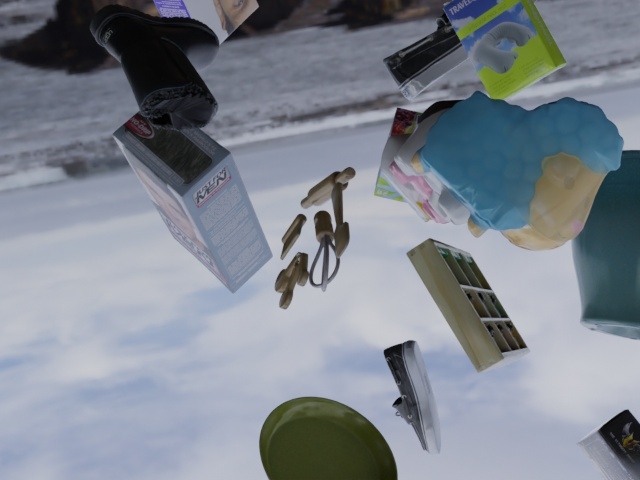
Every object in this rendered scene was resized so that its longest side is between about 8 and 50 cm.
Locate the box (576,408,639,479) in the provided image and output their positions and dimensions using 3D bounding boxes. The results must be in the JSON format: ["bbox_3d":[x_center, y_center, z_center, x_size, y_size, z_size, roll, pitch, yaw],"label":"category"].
[{"bbox_3d":[0.474,0.361,1.361,0.056,0.231,0.183,-34,162,-5],"label":"box"}]

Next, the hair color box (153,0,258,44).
[{"bbox_3d":[-0.271,-0.574,1.944,0.110,0.338,0.185,16,-125,36],"label":"hair color box"}]

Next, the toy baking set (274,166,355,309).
[{"bbox_3d":[0.001,-0.006,1.315,0.030,0.196,0.256,21,154,-19],"label":"toy baking set"}]

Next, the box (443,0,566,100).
[{"bbox_3d":[0.249,-0.293,1.315,0.109,0.178,0.042,-30,176,37],"label":"box"}]

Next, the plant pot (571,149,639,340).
[{"bbox_3d":[0.509,0.022,1.457,0.272,0.255,0.271,11,170,2],"label":"plant pot"}]

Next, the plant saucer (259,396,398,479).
[{"bbox_3d":[0.009,0.361,1.534,0.241,0.241,0.037,-15,145,-40],"label":"plant saucer"}]

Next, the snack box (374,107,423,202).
[{"bbox_3d":[0.204,-0.120,1.547,0.207,0.070,0.174,14,151,0],"label":"snack box"}]

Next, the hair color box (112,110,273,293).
[{"bbox_3d":[-0.214,-0.071,1.675,0.113,0.185,0.374,-43,155,-14],"label":"hair color box"}]

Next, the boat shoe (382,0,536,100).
[{"bbox_3d":[0.248,-0.378,1.700,0.306,0.105,0.113,-36,-177,-2],"label":"boat shoe"}]

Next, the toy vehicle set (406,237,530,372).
[{"bbox_3d":[0.197,0.085,1.224,0.035,0.166,0.267,-34,166,14],"label":"toy vehicle set"}]

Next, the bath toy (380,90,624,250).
[{"bbox_3d":[0.143,-0.065,0.827,0.129,0.151,0.348,-42,-175,1],"label":"bath toy"}]

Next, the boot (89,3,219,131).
[{"bbox_3d":[-0.213,-0.250,1.443,0.094,0.207,0.246,-47,152,26],"label":"boot"}]

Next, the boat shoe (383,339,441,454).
[{"bbox_3d":[0.170,0.299,1.787,0.076,0.228,0.080,-12,-164,17],"label":"boat shoe"}]
